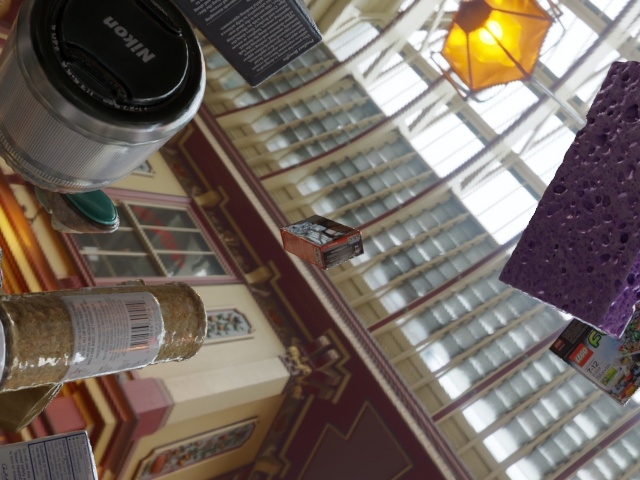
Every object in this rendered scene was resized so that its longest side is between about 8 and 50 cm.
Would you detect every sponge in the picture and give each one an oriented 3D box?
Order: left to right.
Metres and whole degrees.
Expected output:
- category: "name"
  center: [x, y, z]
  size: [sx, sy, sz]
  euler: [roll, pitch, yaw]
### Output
- category: "sponge"
  center: [0.230, -0.039, 0.502]
  size: [0.210, 0.031, 0.117]
  euler: [-63, -155, 5]

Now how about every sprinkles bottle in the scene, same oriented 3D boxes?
- category: "sprinkles bottle"
  center: [-0.306, 0.118, 0.810]
  size: [0.121, 0.355, 0.121]
  euler: [-1, -91, 34]

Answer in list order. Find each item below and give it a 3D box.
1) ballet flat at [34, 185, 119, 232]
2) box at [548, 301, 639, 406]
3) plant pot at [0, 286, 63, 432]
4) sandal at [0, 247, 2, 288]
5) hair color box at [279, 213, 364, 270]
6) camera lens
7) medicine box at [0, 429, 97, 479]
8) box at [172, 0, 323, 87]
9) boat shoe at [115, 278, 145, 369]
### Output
- category: "ballet flat"
  center: [-0.478, -0.080, 1.217]
  size: [0.316, 0.108, 0.106]
  euler: [46, -67, 35]
- category: "box"
  center: [0.390, 0.089, 0.785]
  size: [0.114, 0.036, 0.207]
  euler: [36, -84, -14]
- category: "plant pot"
  center: [-0.593, 0.214, 1.134]
  size: [0.254, 0.237, 0.237]
  euler: [40, -68, -1]
- category: "sandal"
  center: [-0.868, 0.092, 1.692]
  size: [0.040, 0.067, 0.179]
  euler: [-136, -123, -71]
- category: "hair color box"
  center: [0.000, 0.000, 1.262]
  size: [0.167, 0.093, 0.053]
  euler: [25, -49, 55]
- category: "camera lens"
  center: [-0.292, -0.192, 0.821]
  size: [0.274, 0.219, 0.219]
  euler: [-22, -105, 51]
- category: "medicine box"
  center: [-0.630, 0.495, 1.244]
  size: [0.263, 0.289, 0.149]
  euler: [-31, -112, 34]
- category: "box"
  center: [-0.208, -0.599, 1.444]
  size: [0.212, 0.395, 0.293]
  euler: [-30, -124, 14]
- category: "boat shoe"
  center: [-0.357, 0.157, 1.198]
  size: [0.063, 0.059, 0.170]
  euler: [-12, -100, 63]
